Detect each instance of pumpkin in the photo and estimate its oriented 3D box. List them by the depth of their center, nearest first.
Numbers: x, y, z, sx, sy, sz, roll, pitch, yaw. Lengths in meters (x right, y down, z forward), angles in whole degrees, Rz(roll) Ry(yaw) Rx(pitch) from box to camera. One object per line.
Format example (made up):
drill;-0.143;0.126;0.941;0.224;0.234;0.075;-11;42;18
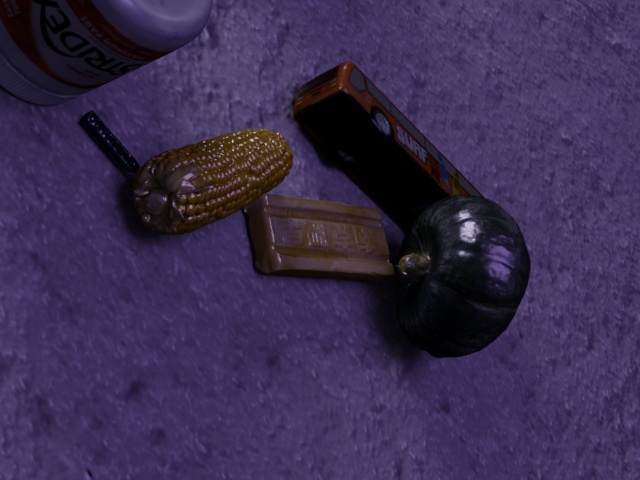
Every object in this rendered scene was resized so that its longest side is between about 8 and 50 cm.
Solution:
pumpkin;0.170;0.043;2.114;0.152;0.211;0.211;29;46;-18

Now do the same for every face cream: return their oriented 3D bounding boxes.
face cream;-0.235;-0.257;1.681;0.201;0.187;0.201;33;47;-44

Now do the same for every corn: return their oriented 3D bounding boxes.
corn;-0.114;-0.069;1.847;0.091;0.091;0.260;32;26;19

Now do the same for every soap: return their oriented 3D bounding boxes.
soap;0.001;0.000;2.031;0.252;0.037;0.092;6;66;-55

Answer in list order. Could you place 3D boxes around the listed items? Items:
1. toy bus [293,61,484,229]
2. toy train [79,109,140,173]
toy bus;0.116;-0.082;2.202;0.409;0.093;0.092;42;33;-37
toy train;-0.221;-0.100;1.772;0.083;0.017;0.017;50;39;-26
